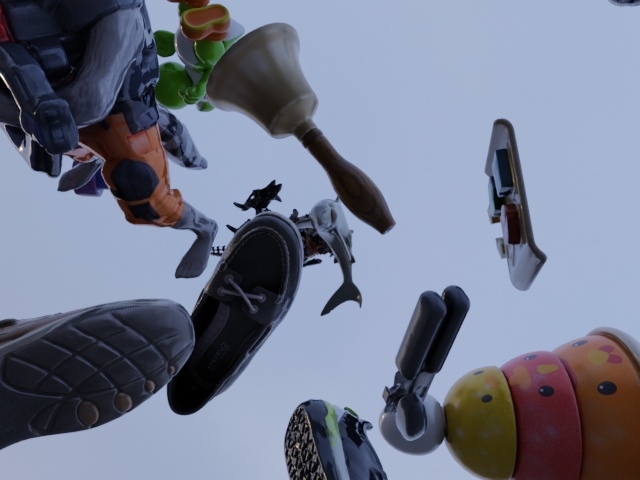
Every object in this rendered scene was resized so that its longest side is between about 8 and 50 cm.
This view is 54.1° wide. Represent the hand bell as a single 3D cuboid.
[{"bbox_3d":[-0.002,-0.103,0.672,0.242,0.126,0.126,51,-45,13],"label":"hand bell"}]

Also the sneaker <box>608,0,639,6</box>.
[{"bbox_3d":[0.375,-0.405,0.739,0.090,0.095,0.234,2,-89,37],"label":"sneaker"}]

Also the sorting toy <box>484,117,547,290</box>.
[{"bbox_3d":[0.303,-0.033,1.034,0.041,0.228,0.307,-11,-19,6],"label":"sorting toy"}]

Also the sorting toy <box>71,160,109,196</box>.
[{"bbox_3d":[-0.301,-0.204,0.866,0.126,0.127,0.365,1,-44,-5],"label":"sorting toy"}]

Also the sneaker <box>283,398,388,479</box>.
[{"bbox_3d":[0.034,0.231,0.550,0.097,0.234,0.084,17,-59,-21],"label":"sneaker"}]

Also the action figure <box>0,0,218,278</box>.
[{"bbox_3d":[-0.213,-0.154,0.539,0.341,0.179,0.330,46,-24,27],"label":"action figure"}]

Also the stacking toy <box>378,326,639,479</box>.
[{"bbox_3d":[0.348,0.340,1.148,0.481,0.350,0.350,-1,-56,-3],"label":"stacking toy"}]

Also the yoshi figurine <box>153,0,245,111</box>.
[{"bbox_3d":[-0.299,-0.393,1.370,0.203,0.203,0.362,23,-24,1],"label":"yoshi figurine"}]

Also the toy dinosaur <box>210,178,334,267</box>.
[{"bbox_3d":[-0.109,0.005,1.468,0.322,0.164,0.218,-25,-48,4],"label":"toy dinosaur"}]

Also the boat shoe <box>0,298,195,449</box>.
[{"bbox_3d":[-0.278,0.117,0.577,0.116,0.325,0.123,31,-51,49],"label":"boat shoe"}]

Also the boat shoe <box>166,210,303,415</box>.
[{"bbox_3d":[-0.118,0.113,0.832,0.112,0.095,0.335,30,-58,1],"label":"boat shoe"}]

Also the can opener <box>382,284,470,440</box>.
[{"bbox_3d":[0.158,0.190,0.911,0.283,0.076,0.095,101,-29,-44],"label":"can opener"}]

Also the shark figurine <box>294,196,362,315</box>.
[{"bbox_3d":[0.006,0.003,1.162,0.116,0.166,0.278,-5,-43,12],"label":"shark figurine"}]
